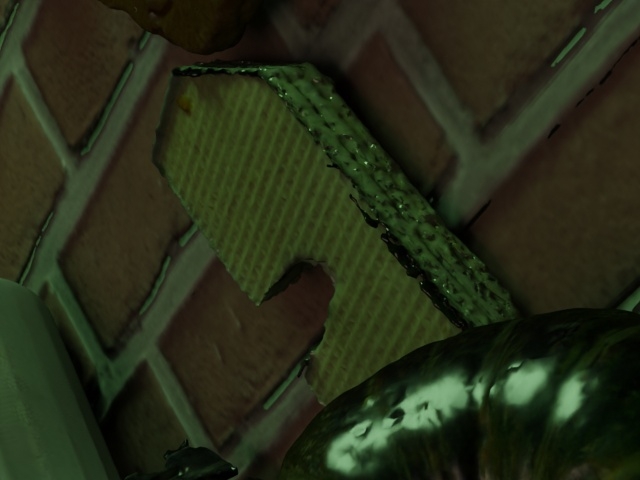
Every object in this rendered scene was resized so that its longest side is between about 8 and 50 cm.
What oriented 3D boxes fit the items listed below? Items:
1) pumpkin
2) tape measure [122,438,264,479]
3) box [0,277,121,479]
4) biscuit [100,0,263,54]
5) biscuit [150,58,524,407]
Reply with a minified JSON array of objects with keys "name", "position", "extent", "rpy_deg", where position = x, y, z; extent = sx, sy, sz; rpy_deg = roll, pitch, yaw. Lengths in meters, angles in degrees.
[{"name":"pumpkin","position":[0.101,0.153,0.751],"extent":[0.260,0.189,0.260],"rpy_deg":[-14,65,31]},{"name":"tape measure","position":[-0.018,0.270,1.077],"extent":[0.231,0.133,0.271],"rpy_deg":[12,115,55]},{"name":"box","position":[-0.254,0.146,1.243],"extent":[0.262,0.291,0.206],"rpy_deg":[-34,59,16]},{"name":"biscuit","position":[-0.081,-0.202,0.979],"extent":[0.290,0.041,0.208],"rpy_deg":[24,126,51]},{"name":"biscuit","position":[0.000,0.000,0.968],"extent":[0.250,0.046,0.147],"rpy_deg":[52,146,25]}]
